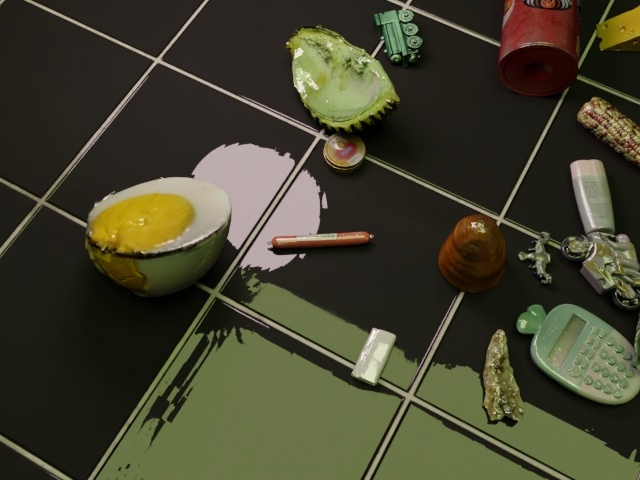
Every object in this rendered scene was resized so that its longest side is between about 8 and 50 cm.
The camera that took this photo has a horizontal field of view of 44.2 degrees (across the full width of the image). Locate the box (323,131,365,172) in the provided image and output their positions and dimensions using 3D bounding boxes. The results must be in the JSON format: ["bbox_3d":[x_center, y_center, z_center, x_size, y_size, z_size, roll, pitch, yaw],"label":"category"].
[{"bbox_3d":[0.060,-0.219,1.973,0.105,0.037,0.105,0,63,0],"label":"box"}]

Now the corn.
[{"bbox_3d":[0.759,-0.261,1.974,0.086,0.086,0.253,-40,71,-18],"label":"corn"}]

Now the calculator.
[{"bbox_3d":[0.571,0.244,1.742,0.295,0.042,0.184,34,68,13],"label":"calculator"}]

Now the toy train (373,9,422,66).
[{"bbox_3d":[0.211,-0.546,2.126,0.111,0.071,0.170,-12,65,4],"label":"toy train"}]

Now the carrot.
[{"bbox_3d":[0.347,0.007,1.763,0.159,0.225,0.159,-2,64,4],"label":"carrot"}]

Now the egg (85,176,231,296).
[{"bbox_3d":[-0.347,0.010,1.763,0.337,0.201,0.337,-4,38,3],"label":"egg"}]

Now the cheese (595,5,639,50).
[{"bbox_3d":[0.841,-0.569,2.137,0.171,0.126,0.093,-7,68,17],"label":"cheese"}]

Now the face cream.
[{"bbox_3d":[0.659,-0.103,1.909,0.084,0.057,0.198,1,61,-1],"label":"face cream"}]

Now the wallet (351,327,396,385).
[{"bbox_3d":[0.119,0.255,1.742,0.061,0.025,0.122,20,65,17],"label":"wallet"}]

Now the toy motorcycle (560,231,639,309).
[{"bbox_3d":[0.676,0.050,1.822,0.152,0.073,0.225,-36,66,-16],"label":"toy motorcycle"}]

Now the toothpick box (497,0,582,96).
[{"bbox_3d":[0.578,-0.570,2.063,0.204,0.204,0.333,10,64,5],"label":"toothpick box"}]

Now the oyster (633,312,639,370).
[{"bbox_3d":[0.799,0.159,1.741,0.158,0.162,0.351,9,49,38],"label":"oyster"}]

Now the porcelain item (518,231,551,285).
[{"bbox_3d":[0.502,0.040,1.854,0.075,0.021,0.136,6,63,2],"label":"porcelain item"}]

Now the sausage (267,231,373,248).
[{"bbox_3d":[0.000,0.000,1.864,0.253,0.034,0.034,-3,63,-3],"label":"sausage"}]

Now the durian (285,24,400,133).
[{"bbox_3d":[0.036,-0.398,1.973,0.163,0.198,0.394,-35,61,-18],"label":"durian"}]

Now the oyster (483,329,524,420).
[{"bbox_3d":[0.385,0.295,1.703,0.106,0.061,0.200,-18,65,-8],"label":"oyster"}]
